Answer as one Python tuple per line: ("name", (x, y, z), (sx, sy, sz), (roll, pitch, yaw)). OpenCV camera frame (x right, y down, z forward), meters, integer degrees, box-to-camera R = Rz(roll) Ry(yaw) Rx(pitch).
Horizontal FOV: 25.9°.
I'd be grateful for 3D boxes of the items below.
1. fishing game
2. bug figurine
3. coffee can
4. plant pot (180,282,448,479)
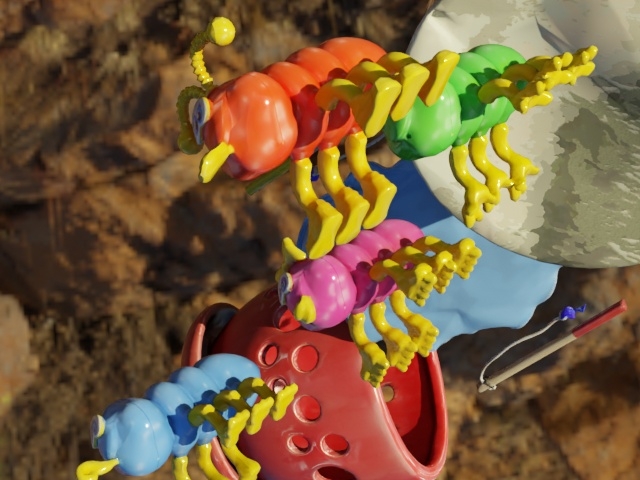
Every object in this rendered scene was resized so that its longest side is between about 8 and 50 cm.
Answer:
("fishing game", (0.077, 0.006, 0.964), (0.264, 0.041, 0.189), (37, 123, -26))
("bug figurine", (0.000, 0.000, 0.602), (0.216, 0.072, 0.279), (-24, 150, -40))
("coffee can", (0.168, -0.143, 0.834), (0.202, 0.275, 0.201), (8, 128, 11))
("plant pot", (-0.006, 0.120, 1.125), (0.174, 0.191, 0.191), (-18, 155, 19))
